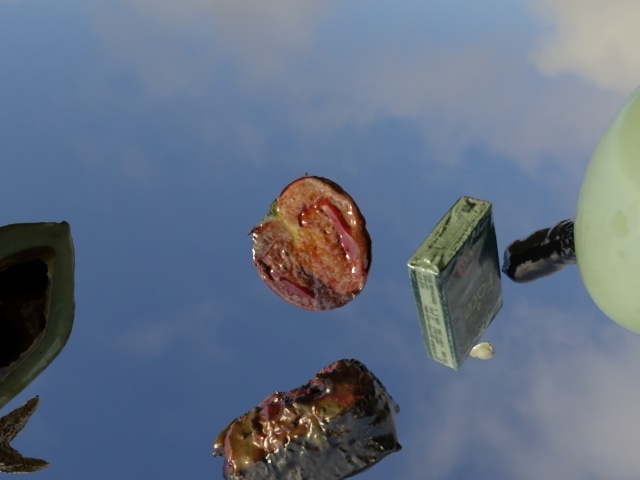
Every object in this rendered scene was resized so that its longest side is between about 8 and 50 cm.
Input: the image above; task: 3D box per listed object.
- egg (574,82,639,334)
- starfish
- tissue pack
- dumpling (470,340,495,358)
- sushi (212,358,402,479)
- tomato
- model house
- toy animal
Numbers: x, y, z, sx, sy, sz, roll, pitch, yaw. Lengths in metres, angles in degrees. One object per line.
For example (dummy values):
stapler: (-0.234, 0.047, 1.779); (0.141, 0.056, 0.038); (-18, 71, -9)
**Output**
egg: (0.442, -0.063, 0.809); (0.276, 0.388, 0.276); (28, -160, -11)
starfish: (-0.618, 0.369, 1.376); (0.236, 0.062, 0.277); (15, -131, -26)
tissue pack: (0.293, 0.092, 1.574); (0.103, 0.315, 0.228); (20, -126, 35)
dumpling: (0.385, 0.263, 1.761); (0.060, 0.043, 0.077); (-11, 173, 6)
sushi: (-0.029, 0.328, 1.247); (0.343, 0.181, 0.196); (-32, -178, 17)
tomato: (-0.002, -0.003, 1.702); (0.309, 0.308, 0.170); (10, -162, 8)
model house: (-0.444, 0.108, 0.963); (0.239, 0.173, 0.268); (-22, -161, 45)
toy animal: (0.540, 0.005, 1.611); (0.168, 0.106, 0.343); (-24, 176, -31)
